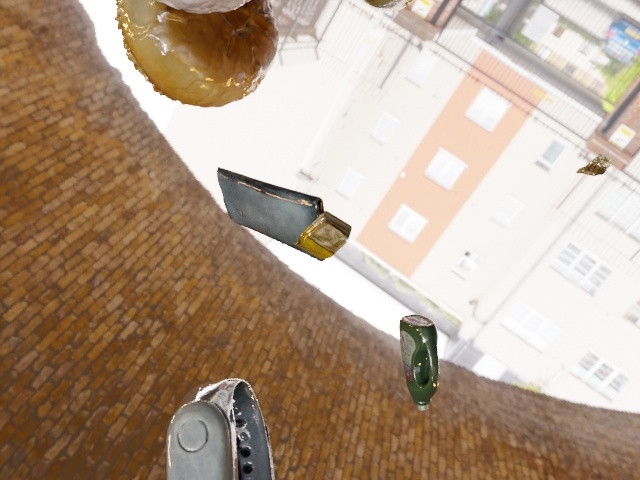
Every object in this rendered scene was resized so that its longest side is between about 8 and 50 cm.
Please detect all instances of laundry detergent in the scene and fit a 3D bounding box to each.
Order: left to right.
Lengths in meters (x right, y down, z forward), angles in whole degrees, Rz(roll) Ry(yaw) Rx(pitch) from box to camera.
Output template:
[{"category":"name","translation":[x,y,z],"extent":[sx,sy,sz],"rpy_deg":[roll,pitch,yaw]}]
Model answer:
[{"category":"laundry detergent","translation":[0.222,0.276,1.437],"extent":[0.063,0.210,0.137],"rpy_deg":[-7,-172,-19]}]

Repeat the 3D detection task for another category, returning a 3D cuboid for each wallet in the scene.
[{"category":"wallet","translation":[-0.132,-0.076,1.764],"extent":[0.379,0.190,0.046],"rpy_deg":[20,-136,37]}]

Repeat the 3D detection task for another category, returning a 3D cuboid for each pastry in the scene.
[{"category":"pastry","translation":[-0.286,-0.504,1.519],"extent":[0.410,0.245,0.409],"rpy_deg":[10,-105,-44]}]

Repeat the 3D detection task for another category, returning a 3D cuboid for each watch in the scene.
[{"category":"watch","translation":[-0.084,0.234,0.609],"extent":[0.193,0.069,0.206],"rpy_deg":[62,-162,-69]}]

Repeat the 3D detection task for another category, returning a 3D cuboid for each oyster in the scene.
[{"category":"oyster","translation":[0.644,-0.170,1.532],"extent":[0.051,0.093,0.034],"rpy_deg":[14,-109,-6]}]

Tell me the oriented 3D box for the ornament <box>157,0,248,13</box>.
[{"category":"ornament","translation":[-0.199,-0.568,1.145],"extent":[0.337,0.337,0.337],"rpy_deg":[26,-153,-14]}]

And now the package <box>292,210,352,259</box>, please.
[{"category":"package","translation":[0.000,0.000,1.328],"extent":[0.071,0.131,0.047],"rpy_deg":[31,-134,-20]}]

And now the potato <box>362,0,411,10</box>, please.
[{"category":"potato","translation":[0.148,-0.638,1.487],"extent":[0.203,0.218,0.351],"rpy_deg":[10,-159,-5]}]
